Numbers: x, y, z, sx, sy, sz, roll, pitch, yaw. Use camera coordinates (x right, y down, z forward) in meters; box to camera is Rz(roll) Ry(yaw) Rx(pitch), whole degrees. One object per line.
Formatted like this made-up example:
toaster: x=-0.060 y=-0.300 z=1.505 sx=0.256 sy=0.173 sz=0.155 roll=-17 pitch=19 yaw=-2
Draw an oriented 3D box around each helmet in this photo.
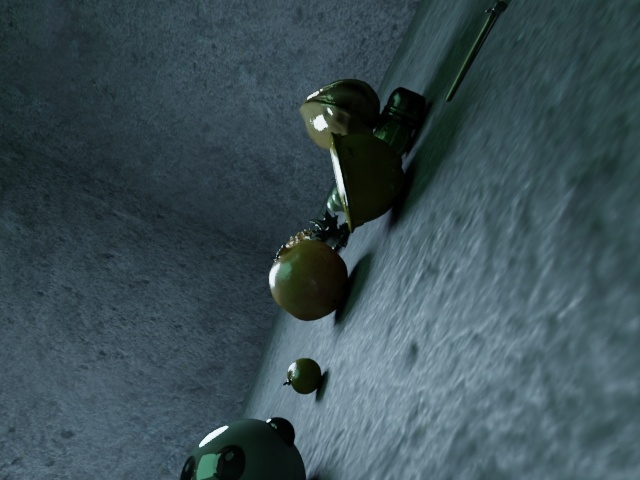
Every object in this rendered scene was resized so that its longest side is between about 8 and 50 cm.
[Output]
helmet: x=0.101 y=-0.134 z=1.006 sx=0.257 sy=0.140 sz=0.205 roll=-93 pitch=-9 yaw=-69

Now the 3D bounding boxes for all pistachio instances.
pistachio: x=0.045 y=-0.300 z=1.184 sx=0.162 sy=0.181 sz=0.293 roll=-65 pitch=16 yaw=1

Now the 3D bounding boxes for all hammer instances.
hammer: x=0.265 y=-0.329 z=0.861 sx=0.062 sy=0.017 sz=0.182 roll=-73 pitch=7 yaw=-56

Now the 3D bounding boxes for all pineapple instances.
pineapple: x=0.002 y=-0.002 z=1.597 sx=0.364 sy=0.165 sz=0.166 roll=-40 pitch=26 yaw=61

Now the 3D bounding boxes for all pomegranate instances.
pomegranate: x=-0.030 y=0.091 z=1.132 sx=0.191 sy=0.191 sz=0.191 roll=-157 pitch=90 yaw=-85

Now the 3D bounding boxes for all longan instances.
longan: x=-0.038 y=0.271 z=0.976 sx=0.075 sy=0.083 sz=0.075 roll=168 pitch=90 yaw=-67

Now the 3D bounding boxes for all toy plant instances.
toy plant: x=0.171 y=-0.255 z=1.104 sx=0.093 sy=0.092 sz=0.163 roll=-85 pitch=19 yaw=-76

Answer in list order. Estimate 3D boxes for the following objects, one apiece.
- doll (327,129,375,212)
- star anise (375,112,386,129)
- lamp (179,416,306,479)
doll: x=0.118 y=-0.165 z=1.241 sx=0.275 sy=0.113 sz=0.155 roll=-61 pitch=-2 yaw=-29
star anise: x=0.189 y=-0.297 z=1.213 sx=0.124 sy=0.056 sz=0.129 roll=-34 pitch=38 yaw=-11
lamp: x=-0.116 y=0.389 z=0.720 sx=0.198 sy=0.197 sz=0.244 roll=118 pitch=158 yaw=-45
